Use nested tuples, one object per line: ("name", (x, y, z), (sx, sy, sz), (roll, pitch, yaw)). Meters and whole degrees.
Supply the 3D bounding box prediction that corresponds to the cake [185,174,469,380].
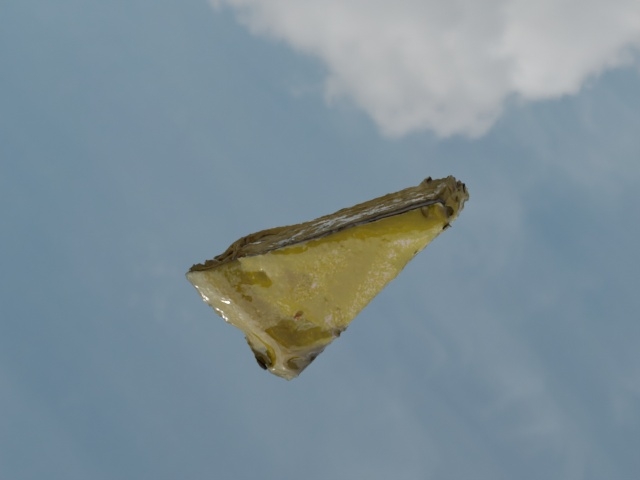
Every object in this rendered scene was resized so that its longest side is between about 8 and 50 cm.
("cake", (0.001, -0.002, 0.966), (0.116, 0.185, 0.079), (37, -151, -4))
